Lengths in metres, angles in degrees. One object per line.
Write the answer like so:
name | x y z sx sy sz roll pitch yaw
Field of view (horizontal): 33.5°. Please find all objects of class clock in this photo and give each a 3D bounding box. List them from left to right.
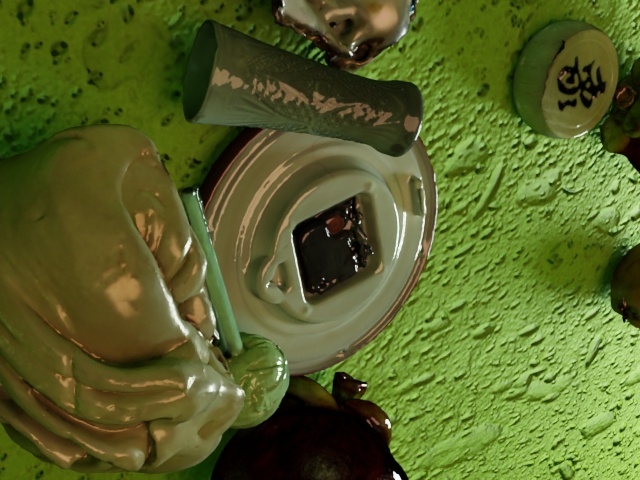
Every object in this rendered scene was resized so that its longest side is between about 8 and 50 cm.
clock | 0.000 0.000 1.131 0.319 0.080 0.318 -17 120 -33

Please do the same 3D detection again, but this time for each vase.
vase | -0.012 -0.135 1.006 0.219 0.096 0.096 10 104 -23

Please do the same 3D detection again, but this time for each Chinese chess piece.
Chinese chess piece | 0.299 -0.194 1.292 0.144 0.058 0.144 -16 119 -31

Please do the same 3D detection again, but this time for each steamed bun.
steamed bun | -0.204 0.070 0.883 0.203 0.276 0.289 -26 158 -25

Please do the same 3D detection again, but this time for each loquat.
loquat | 0.479 0.067 1.523 0.137 0.113 0.137 -17 131 -21

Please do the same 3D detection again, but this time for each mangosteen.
mangosteen | -0.003 0.261 1.166 0.228 0.228 0.265 53 43 -40
mangosteen | 0.447 -0.157 1.373 0.180 0.166 0.166 22 96 -16

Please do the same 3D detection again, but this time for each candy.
candy | -0.090 0.065 0.973 0.093 0.092 0.335 -15 141 -4

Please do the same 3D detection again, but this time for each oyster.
oyster | 0.026 -0.284 1.018 0.222 0.083 0.214 -55 134 -4
